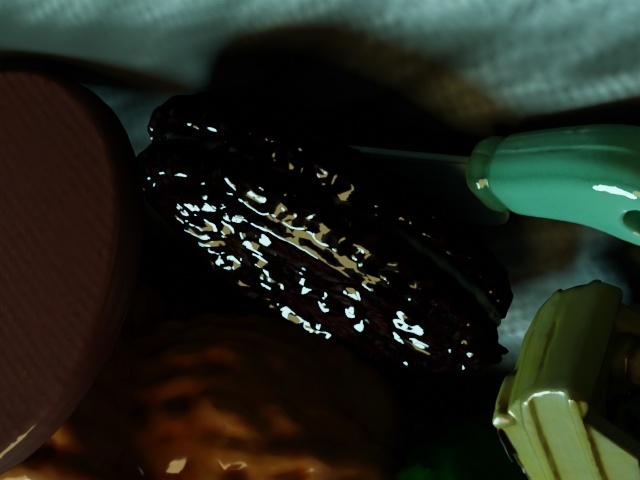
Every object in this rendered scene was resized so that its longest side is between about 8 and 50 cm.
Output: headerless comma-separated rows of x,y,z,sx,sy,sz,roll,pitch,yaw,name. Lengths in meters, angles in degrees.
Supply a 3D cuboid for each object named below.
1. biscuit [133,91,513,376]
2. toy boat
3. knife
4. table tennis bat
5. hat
0.000,0.000,0.763,0.194,0.053,0.194,27,167,7,biscuit
0.185,0.128,0.784,0.115,0.089,0.310,0,142,35,toy boat
0.062,-0.026,0.716,0.063,0.035,0.260,37,162,-35,knife
-0.204,0.049,0.840,0.038,0.310,0.200,22,-157,-52,table tennis bat
-0.051,0.137,0.902,0.400,0.285,0.285,-13,134,29,hat
